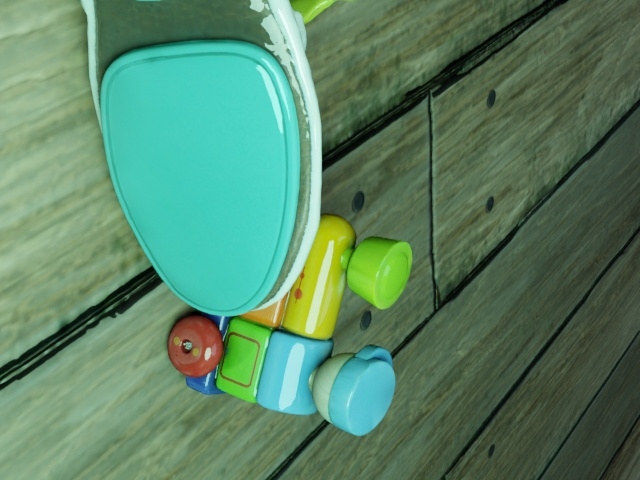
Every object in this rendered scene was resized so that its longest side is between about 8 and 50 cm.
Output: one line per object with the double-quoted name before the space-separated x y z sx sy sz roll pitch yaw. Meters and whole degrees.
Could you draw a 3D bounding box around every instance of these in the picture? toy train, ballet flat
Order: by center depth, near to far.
"ballet flat" -0.066 -0.138 0.532 0.139 0.139 0.400 -47 138 -36
"toy train" 0.000 0.000 0.661 0.105 0.143 0.248 8 97 -58

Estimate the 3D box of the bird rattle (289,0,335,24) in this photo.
"bird rattle" 0.053 -0.230 0.565 0.143 0.254 0.207 -51 118 -32
